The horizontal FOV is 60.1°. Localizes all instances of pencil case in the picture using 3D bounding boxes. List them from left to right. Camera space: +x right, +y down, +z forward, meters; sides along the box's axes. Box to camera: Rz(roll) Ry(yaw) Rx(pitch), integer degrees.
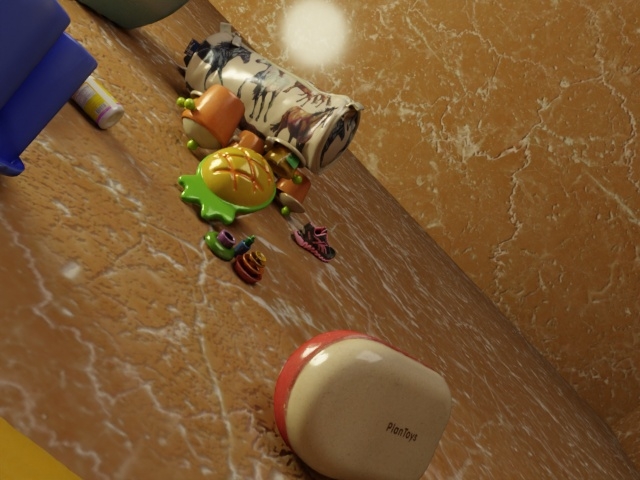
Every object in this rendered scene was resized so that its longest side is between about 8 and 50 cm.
[{"bbox_3d":[-0.102,-0.299,1.168,0.410,0.184,0.159,34,34,21],"label":"pencil case"}]

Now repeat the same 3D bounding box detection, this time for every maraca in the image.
[{"bbox_3d":[-0.144,-0.088,0.881,0.127,0.099,0.185,38,39,7],"label":"maraca"}]

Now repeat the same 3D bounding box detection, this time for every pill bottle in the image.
[{"bbox_3d":[-0.319,-0.200,0.775,0.083,0.043,0.043,46,15,-2],"label":"pill bottle"}]

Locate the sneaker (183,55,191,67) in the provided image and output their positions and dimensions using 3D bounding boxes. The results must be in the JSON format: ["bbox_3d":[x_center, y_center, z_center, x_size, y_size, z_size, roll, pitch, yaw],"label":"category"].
[{"bbox_3d":[-0.231,-0.421,1.437,0.283,0.122,0.110,26,25,-54],"label":"sneaker"}]

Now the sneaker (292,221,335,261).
[{"bbox_3d":[0.000,0.000,1.114,0.119,0.057,0.047,33,18,-45],"label":"sneaker"}]

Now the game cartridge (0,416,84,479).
[{"bbox_3d":[-0.205,0.159,0.166,0.285,0.052,0.324,44,13,-11],"label":"game cartridge"}]

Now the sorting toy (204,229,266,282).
[{"bbox_3d":[-0.114,0.013,0.793,0.102,0.042,0.061,44,15,-7],"label":"sorting toy"}]

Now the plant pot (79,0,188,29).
[{"bbox_3d":[-0.415,-0.608,1.165,0.247,0.252,0.247,53,16,21],"label":"plant pot"}]

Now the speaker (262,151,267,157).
[{"bbox_3d":[-0.127,-0.209,1.306,0.136,0.055,0.055,37,18,-35],"label":"speaker"}]

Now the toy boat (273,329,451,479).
[{"bbox_3d":[0.034,0.183,0.638,0.151,0.151,0.231,17,-13,48],"label":"toy boat"}]

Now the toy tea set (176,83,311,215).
[{"bbox_3d":[-0.150,-0.159,1.081,0.336,0.124,0.200,39,-13,-17],"label":"toy tea set"}]

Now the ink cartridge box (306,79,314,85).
[{"bbox_3d":[-0.066,-0.286,1.375,0.097,0.207,0.046,47,15,4],"label":"ink cartridge box"}]

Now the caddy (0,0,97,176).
[{"bbox_3d":[-0.353,-0.198,0.439,0.341,0.179,0.241,45,-9,-8],"label":"caddy"}]
